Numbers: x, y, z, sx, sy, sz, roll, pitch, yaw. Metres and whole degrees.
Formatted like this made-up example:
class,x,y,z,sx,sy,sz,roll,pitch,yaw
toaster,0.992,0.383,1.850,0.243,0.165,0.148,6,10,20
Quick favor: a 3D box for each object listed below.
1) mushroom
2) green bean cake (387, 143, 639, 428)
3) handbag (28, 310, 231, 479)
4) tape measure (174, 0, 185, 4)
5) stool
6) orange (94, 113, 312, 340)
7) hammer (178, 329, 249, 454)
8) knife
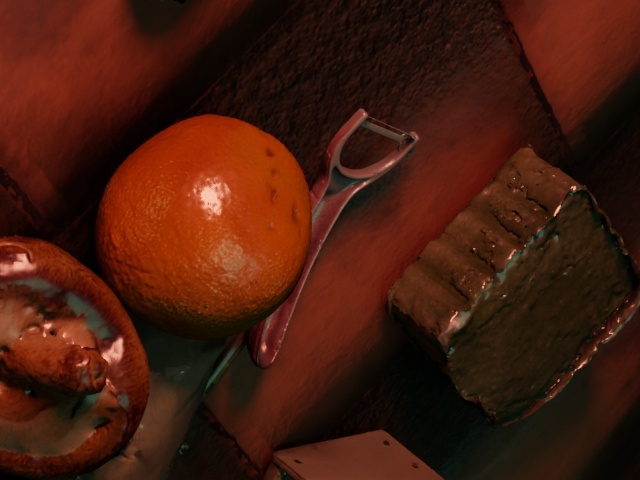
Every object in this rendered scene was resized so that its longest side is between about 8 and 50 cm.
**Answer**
class,x,y,z,sx,sy,sz,roll,pitch,yaw
mushroom,-0.258,0.097,1.695,0.231,0.194,0.138,60,27,-22
green bean cake,0.213,0.059,2.144,0.255,0.132,0.241,-48,139,-5
handbag,-0.190,0.165,1.843,0.182,0.117,0.270,12,111,-38
tape measure,-0.118,-0.252,1.664,0.094,0.054,0.091,-39,137,-27
stool,0.057,0.379,2.105,0.170,0.269,0.244,-8,122,-42
orange,-0.101,-0.012,1.744,0.206,0.206,0.206,-25,132,-31
hammer,-0.107,0.131,1.972,0.182,0.017,0.062,-53,140,-4
knife,-0.002,-0.001,1.952,0.123,0.053,0.278,20,103,-51
